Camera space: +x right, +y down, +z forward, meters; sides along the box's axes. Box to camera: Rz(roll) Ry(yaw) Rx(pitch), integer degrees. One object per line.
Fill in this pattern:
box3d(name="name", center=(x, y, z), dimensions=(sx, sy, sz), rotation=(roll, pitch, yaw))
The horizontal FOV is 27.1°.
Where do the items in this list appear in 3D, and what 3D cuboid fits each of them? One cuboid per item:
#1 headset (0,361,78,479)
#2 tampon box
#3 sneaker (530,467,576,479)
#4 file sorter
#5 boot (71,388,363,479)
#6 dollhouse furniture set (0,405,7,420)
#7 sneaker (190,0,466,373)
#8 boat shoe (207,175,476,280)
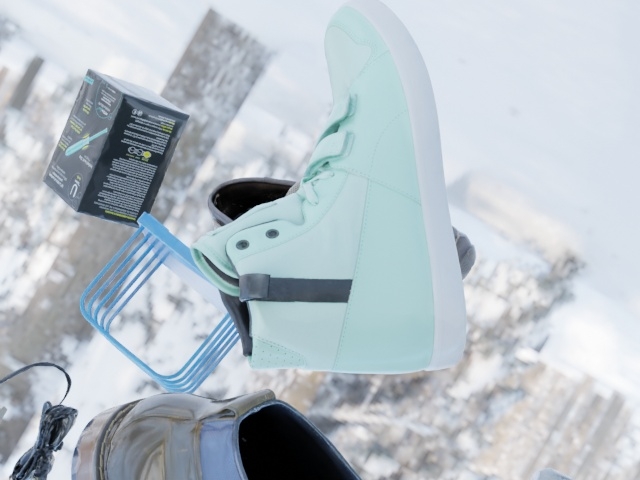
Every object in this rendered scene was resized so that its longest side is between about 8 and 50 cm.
box3d(name="headset", center=(-0.429, 0.114, 1.304), dimensions=(0.394, 0.185, 0.243), rotation=(24, -141, -7))
box3d(name="tampon box", center=(-0.259, -0.115, 1.677), dimensions=(0.101, 0.161, 0.120), rotation=(16, -168, -38))
box3d(name="sneaker", center=(0.361, 0.305, 1.439), dimensions=(0.281, 0.115, 0.105), rotation=(26, -174, 0))
box3d(name="file sorter", center=(-0.136, 0.067, 1.192), dimensions=(0.118, 0.104, 0.170), rotation=(38, 170, 7))
box3d(name="boot", center=(-0.012, 0.154, 0.508), dimensions=(0.106, 0.082, 0.219), rotation=(-26, 96, 51))
box3d(name="dollhouse furniture set", center=(-0.515, 0.221, 1.748), dimensions=(0.151, 0.123, 0.144), rotation=(48, -155, -15))
box3d(name="sneaker", center=(-0.007, -0.040, 0.810), dimensions=(0.151, 0.256, 0.094), rotation=(-4, 154, -12))
box3d(name="boat shoe", center=(0.000, 0.000, 1.396), dimensions=(0.355, 0.132, 0.130), rotation=(4, 140, 45))
